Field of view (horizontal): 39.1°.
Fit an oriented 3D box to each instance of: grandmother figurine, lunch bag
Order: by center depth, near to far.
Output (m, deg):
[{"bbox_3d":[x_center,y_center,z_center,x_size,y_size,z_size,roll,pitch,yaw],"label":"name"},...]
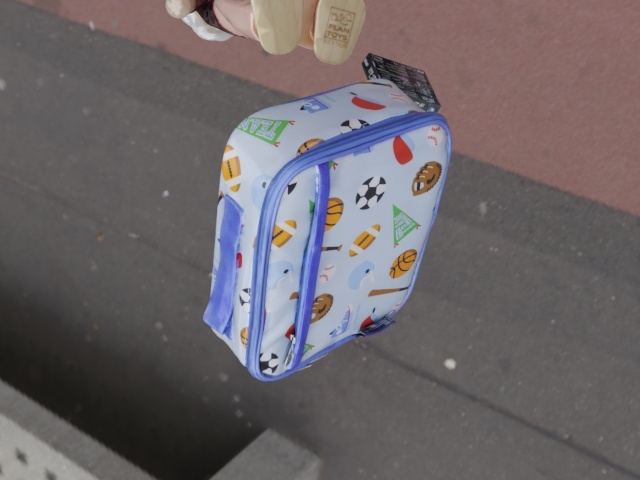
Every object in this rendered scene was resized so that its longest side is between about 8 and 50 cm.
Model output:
[{"bbox_3d":[0.000,0.000,0.900,0.115,0.243,0.303,41,139,33],"label":"lunch bag"},{"bbox_3d":[-0.074,-0.261,1.005,0.342,0.207,0.104,34,108,57],"label":"grandmother figurine"}]

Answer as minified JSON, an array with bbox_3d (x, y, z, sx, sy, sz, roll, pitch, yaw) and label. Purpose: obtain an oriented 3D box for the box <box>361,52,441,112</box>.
[{"bbox_3d":[0.093,-0.179,1.037,0.018,0.083,0.067,-53,40,37],"label":"box"}]
